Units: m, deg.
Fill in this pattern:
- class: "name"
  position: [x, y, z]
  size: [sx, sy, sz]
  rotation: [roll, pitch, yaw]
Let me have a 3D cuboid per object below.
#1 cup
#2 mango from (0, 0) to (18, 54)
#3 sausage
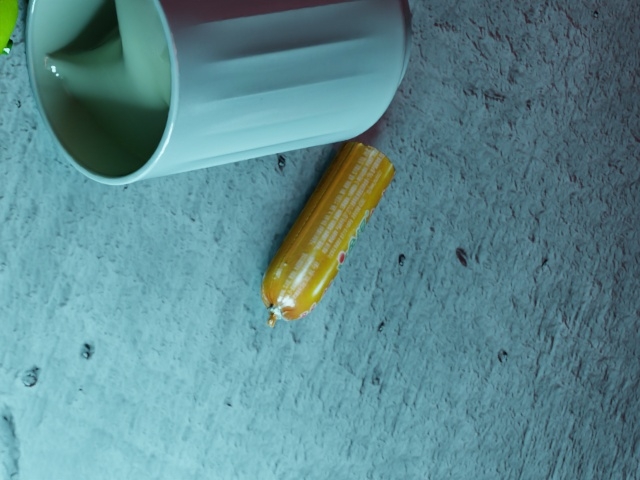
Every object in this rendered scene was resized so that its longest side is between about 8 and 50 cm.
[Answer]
- class: "cup"
  position: [-0.110, -0.229, 1.774]
  size: [0.327, 0.237, 0.323]
  rotation: [-16, 71, -41]
- class: "mango"
  position: [-0.420, -0.204, 1.501]
  size: [0.343, 0.156, 0.192]
  rotation: [-4, 96, -33]
- class: "sausage"
  position: [0.000, 0.000, 1.965]
  size: [0.071, 0.071, 0.234]
  rotation: [48, 60, -33]
